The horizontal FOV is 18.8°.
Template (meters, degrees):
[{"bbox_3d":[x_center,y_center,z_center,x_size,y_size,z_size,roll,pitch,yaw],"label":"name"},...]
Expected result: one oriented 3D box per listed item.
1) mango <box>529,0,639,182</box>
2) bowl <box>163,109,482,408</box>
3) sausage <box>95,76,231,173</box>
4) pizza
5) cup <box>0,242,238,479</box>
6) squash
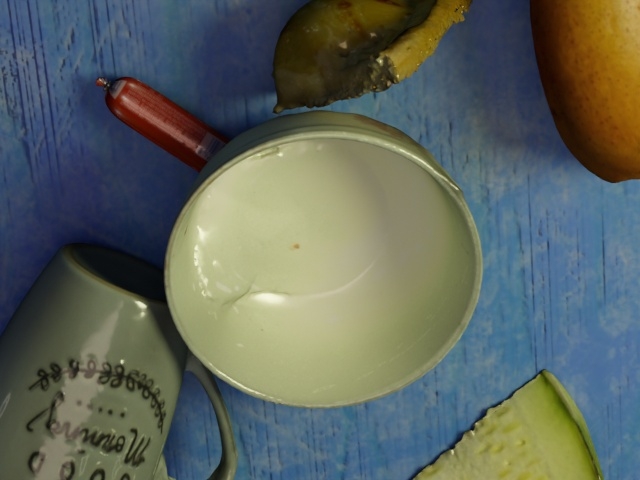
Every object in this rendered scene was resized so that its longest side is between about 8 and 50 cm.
[{"bbox_3d":[0.280,-0.216,1.611,0.199,0.201,0.350,-10,104,-25],"label":"mango"},{"bbox_3d":[0.000,0.000,1.710,0.277,0.145,0.277,-2,117,-3],"label":"bowl"},{"bbox_3d":[-0.141,-0.104,1.740,0.145,0.048,0.050,33,147,-10],"label":"sausage"},{"bbox_3d":[0.027,-0.171,1.632,0.188,0.204,0.080,-23,104,18],"label":"pizza"},{"bbox_3d":[-0.183,0.145,1.771,0.258,0.186,0.234,21,102,-18],"label":"cup"},{"bbox_3d":[0.196,0.287,1.820,0.204,0.155,0.237,42,108,-15],"label":"squash"}]
